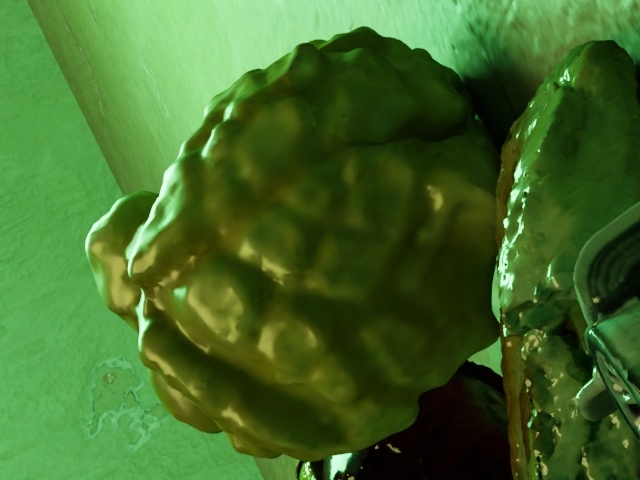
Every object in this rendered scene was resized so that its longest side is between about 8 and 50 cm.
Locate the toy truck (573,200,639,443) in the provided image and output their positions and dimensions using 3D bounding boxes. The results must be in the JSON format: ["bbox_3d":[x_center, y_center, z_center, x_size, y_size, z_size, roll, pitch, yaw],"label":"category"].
[{"bbox_3d":[0.196,0.112,0.508,0.305,0.136,0.162,58,177,20],"label":"toy truck"}]

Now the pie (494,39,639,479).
[{"bbox_3d":[0.107,0.060,0.762,0.302,0.067,0.302,-3,-90,-85],"label":"pie"}]

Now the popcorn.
[{"bbox_3d":[0.000,0.000,0.970,0.195,0.256,0.255,35,136,-20],"label":"popcorn"}]

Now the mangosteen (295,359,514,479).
[{"bbox_3d":[0.061,0.161,1.143,0.166,0.180,0.166,43,-162,-18],"label":"mangosteen"}]
